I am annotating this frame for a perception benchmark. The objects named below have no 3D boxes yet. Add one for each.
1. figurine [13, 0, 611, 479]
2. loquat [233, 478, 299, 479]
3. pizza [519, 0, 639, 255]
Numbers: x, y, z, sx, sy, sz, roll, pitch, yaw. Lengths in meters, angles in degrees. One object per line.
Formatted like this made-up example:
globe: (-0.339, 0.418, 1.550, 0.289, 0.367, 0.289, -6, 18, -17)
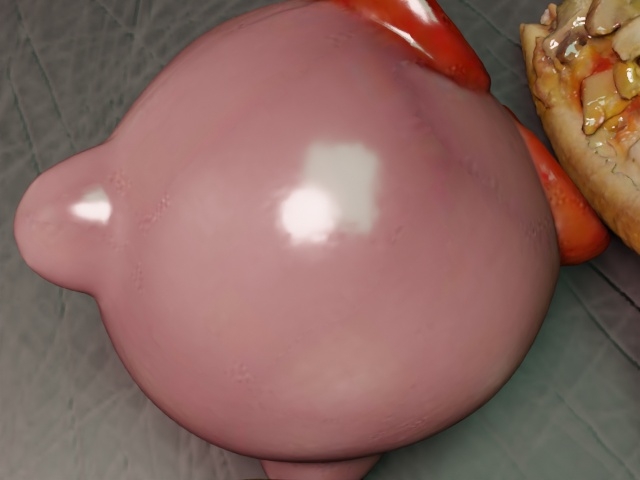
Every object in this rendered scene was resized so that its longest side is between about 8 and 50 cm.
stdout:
figurine: (0.000, 0.000, 0.493, 0.173, 0.173, 0.173, 1, 70, -2)
loquat: (-0.007, 0.200, 0.388, 0.263, 0.263, 0.263, 1, 70, -2)
pizza: (0.163, -0.088, 0.519, 0.195, 0.052, 0.185, -47, 45, 20)
